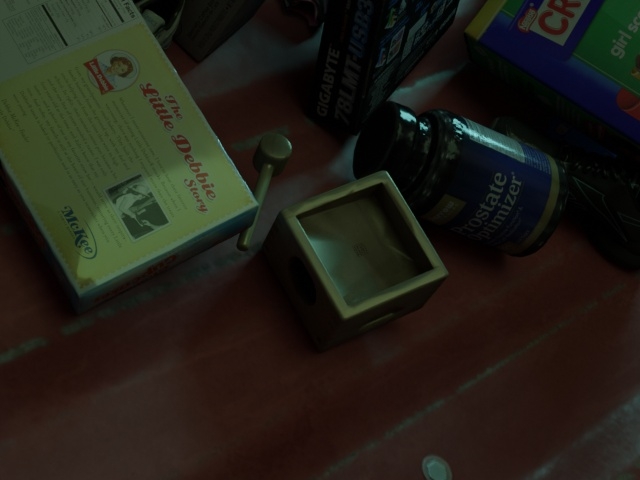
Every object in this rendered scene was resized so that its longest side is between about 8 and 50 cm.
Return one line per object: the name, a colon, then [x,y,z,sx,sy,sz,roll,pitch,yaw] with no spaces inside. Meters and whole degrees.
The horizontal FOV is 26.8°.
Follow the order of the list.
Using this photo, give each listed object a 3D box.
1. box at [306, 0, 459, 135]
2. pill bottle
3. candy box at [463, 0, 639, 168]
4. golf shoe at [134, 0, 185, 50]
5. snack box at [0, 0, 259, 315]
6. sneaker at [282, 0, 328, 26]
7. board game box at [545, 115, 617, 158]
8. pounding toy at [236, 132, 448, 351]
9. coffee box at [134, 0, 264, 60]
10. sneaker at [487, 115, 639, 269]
box: [0.099,-0.309,1.475,0.073,0.293,0.295,25,44,14]
pill bottle: [0.151,-0.071,1.467,0.219,0.123,0.123,20,51,-23]
candy box: [0.377,-0.254,1.609,0.317,0.122,0.268,35,84,17]
golf shoe: [-0.195,-0.197,1.333,0.069,0.086,0.176,40,47,-9]
snack box: [-0.218,-0.113,1.233,0.187,0.060,0.322,-27,77,-20]
sneaker: [-0.032,-0.294,1.550,0.119,0.047,0.057,41,57,-3]
board game box: [0.402,-0.126,1.737,0.210,0.047,0.160,39,45,-6]
pounding toy: [-0.011,-0.002,1.327,0.181,0.094,0.206,-22,72,-26]
coffee box: [-0.092,-0.345,1.360,0.168,0.297,0.119,44,47,-2]
sneaker: [0.321,-0.077,1.607,0.267,0.106,0.101,34,48,-10]
